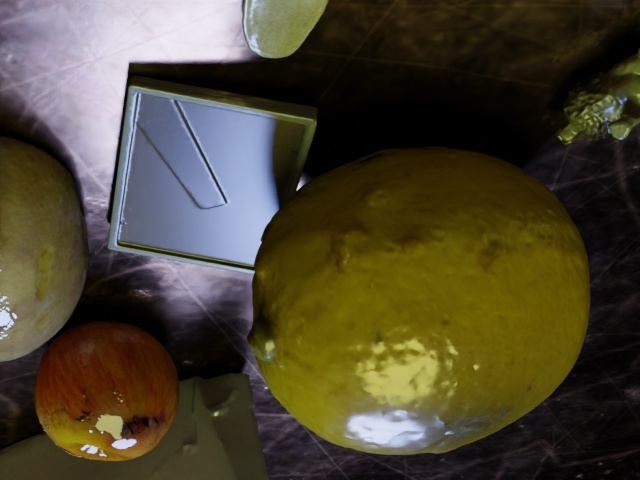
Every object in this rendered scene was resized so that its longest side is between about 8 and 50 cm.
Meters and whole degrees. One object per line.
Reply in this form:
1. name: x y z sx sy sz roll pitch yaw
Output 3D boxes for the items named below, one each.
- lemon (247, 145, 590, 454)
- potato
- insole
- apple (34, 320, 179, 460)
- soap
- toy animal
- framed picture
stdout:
1. lemon: 0.081 0.048 1.055 0.284 0.260 0.260 -35 144 -12
2. potato: -0.240 0.032 1.102 0.100 0.120 0.261 1 144 -20
3. insole: -0.019 -0.198 0.911 0.063 0.010 0.192 1 143 -10
4. apple: -0.205 0.150 1.247 0.146 0.146 0.146 -4 143 -3
5. soap: -0.218 0.251 1.353 0.302 0.159 0.258 2 146 -15
6. toy animal: 0.267 -0.116 0.980 0.220 0.069 0.086 -6 -177 39
7. framed picture: -0.094 -0.047 1.073 0.150 0.015 0.203 9 139 -7
